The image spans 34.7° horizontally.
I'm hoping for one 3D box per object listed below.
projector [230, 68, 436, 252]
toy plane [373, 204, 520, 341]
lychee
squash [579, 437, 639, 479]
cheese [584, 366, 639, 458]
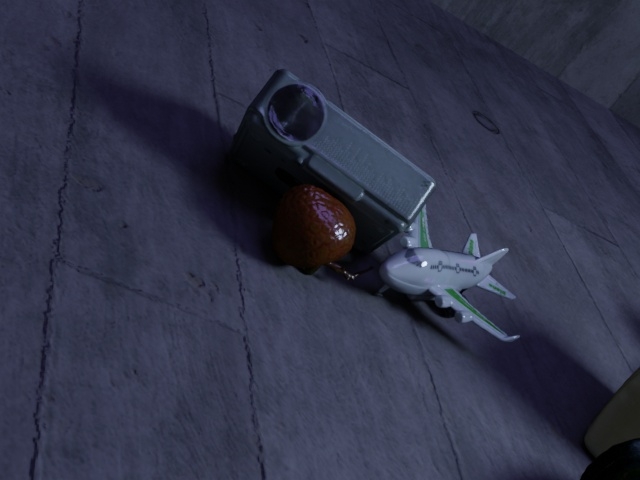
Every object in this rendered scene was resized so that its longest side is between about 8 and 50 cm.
[{"bbox_3d":[0.008,-0.096,1.366,0.256,0.099,0.192,37,-17,-4],"label":"projector"},{"bbox_3d":[0.161,0.047,1.406,0.255,0.101,0.251,-3,54,-45],"label":"toy plane"},{"bbox_3d":[-0.001,-0.004,1.282,0.140,0.114,0.101,61,-16,1],"label":"lychee"},{"bbox_3d":[0.407,0.340,1.161,0.252,0.165,0.252,27,30,-17],"label":"squash"},{"bbox_3d":[0.506,0.196,1.408,0.124,0.265,0.242,47,27,24],"label":"cheese"}]
